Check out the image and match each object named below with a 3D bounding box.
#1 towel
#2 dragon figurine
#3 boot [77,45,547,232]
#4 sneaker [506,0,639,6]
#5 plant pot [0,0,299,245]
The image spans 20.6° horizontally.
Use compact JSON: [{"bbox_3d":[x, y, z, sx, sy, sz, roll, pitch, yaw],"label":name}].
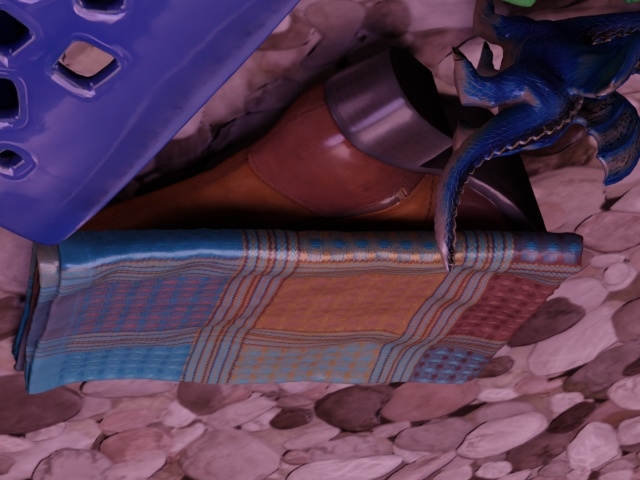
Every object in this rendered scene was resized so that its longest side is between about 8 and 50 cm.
[{"bbox_3d":[-0.028,0.055,1.258,0.370,0.040,0.271,1,158,-13],"label":"towel"},{"bbox_3d":[0.157,-0.089,1.089,0.144,0.289,0.085,7,126,14],"label":"dragon figurine"},{"bbox_3d":[0.000,0.000,1.243,0.280,0.096,0.264,-29,151,23],"label":"boot"},{"bbox_3d":[0.113,-0.190,1.007,0.295,0.109,0.123,10,133,-34],"label":"sneaker"},{"bbox_3d":[-0.154,-0.175,0.813,0.212,0.236,0.236,22,131,-36],"label":"plant pot"}]
